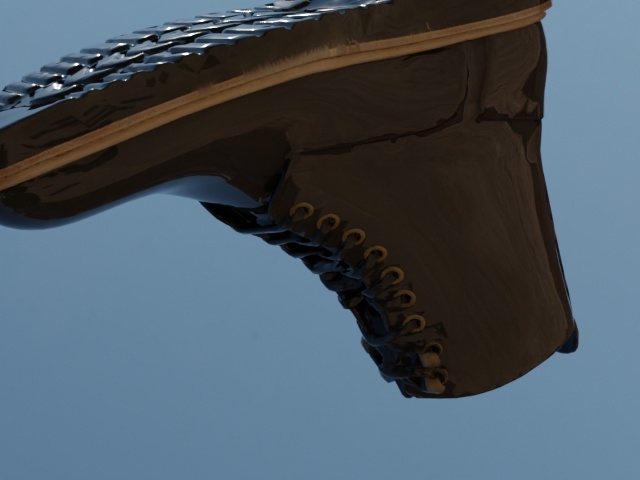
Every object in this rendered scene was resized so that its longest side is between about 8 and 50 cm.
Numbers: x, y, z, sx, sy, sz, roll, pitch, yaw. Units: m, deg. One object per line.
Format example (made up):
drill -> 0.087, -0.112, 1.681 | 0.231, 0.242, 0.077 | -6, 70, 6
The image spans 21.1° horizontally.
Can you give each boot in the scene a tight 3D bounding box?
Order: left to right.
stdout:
boot -> 0.000, 0.000, 0.484 | 0.198, 0.077, 0.137 | -20, -72, -30
